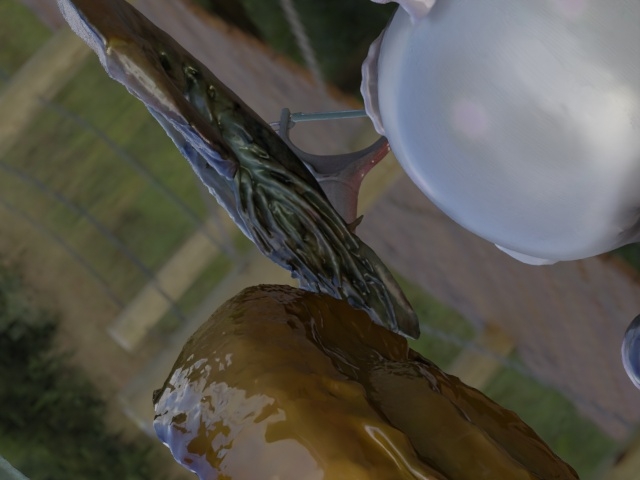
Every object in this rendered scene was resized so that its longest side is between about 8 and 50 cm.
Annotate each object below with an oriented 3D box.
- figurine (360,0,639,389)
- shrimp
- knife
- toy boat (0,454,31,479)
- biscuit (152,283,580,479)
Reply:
[{"bbox_3d":[0.200,-0.073,1.080,0.361,0.253,0.211,46,-169,12],"label":"figurine"},{"bbox_3d":[-0.044,-0.039,0.944,0.296,0.058,0.169,47,-173,-7],"label":"shrimp"},{"bbox_3d":[-0.001,-0.001,1.416,0.123,0.278,0.053,-6,151,18],"label":"knife"},{"bbox_3d":[-0.139,0.156,0.669,0.208,0.079,0.134,46,135,0],"label":"toy boat"},{"bbox_3d":[0.061,0.128,0.780,0.296,0.102,0.296,41,-171,-8],"label":"biscuit"}]
